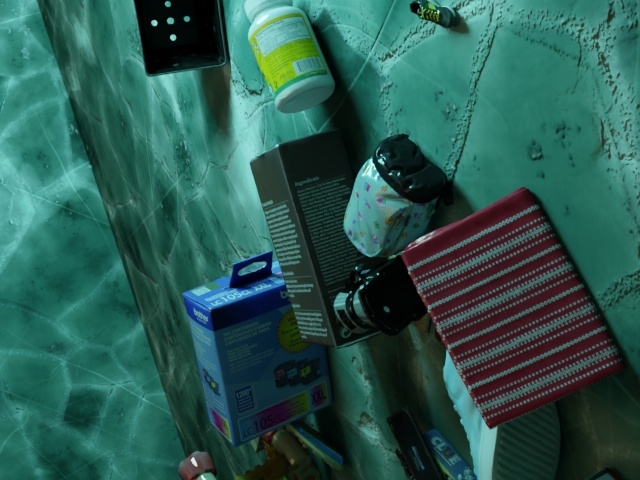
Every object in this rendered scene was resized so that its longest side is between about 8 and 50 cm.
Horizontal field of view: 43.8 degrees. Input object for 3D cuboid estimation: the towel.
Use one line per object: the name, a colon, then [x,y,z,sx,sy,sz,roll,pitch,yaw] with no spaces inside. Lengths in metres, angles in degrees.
towel: [0.249,0.086,1.061,0.274,0.199,0.031,65,-167,14]

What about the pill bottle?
pill bottle: [-0.062,-0.347,1.442,0.208,0.118,0.117,68,154,8]

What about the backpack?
backpack: [0.114,-0.059,1.270,0.152,0.115,0.182,57,144,35]

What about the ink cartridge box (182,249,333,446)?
ink cartridge box: [-0.138,0.212,1.760,0.151,0.270,0.395,18,122,55]

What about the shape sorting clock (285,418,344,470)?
shape sorting clock: [-0.026,0.467,1.860,0.206,0.040,0.206,36,175,4]

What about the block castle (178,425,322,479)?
block castle: [-0.170,0.650,2.020,0.213,0.303,0.453,44,151,42]

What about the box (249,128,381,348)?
box: [0.000,0.000,1.503,0.191,0.143,0.381,-10,99,69]

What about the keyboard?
keyboard: [0.176,0.397,1.449,0.180,0.023,0.108,65,147,17]

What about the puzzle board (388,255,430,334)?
puzzle board: [0.157,0.093,1.408,0.128,0.011,0.096,46,142,41]

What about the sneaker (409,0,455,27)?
sneaker: [0.157,-0.319,1.123,0.083,0.035,0.031,44,143,44]

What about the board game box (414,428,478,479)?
board game box: [0.253,0.479,1.422,0.243,0.042,0.165,47,144,42]

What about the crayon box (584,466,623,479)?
crayon box: [0.440,0.534,1.019,0.363,0.106,0.313,44,143,45]

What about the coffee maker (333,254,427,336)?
coffee maker: [0.121,0.089,1.323,0.178,0.171,0.120,155,102,-75]

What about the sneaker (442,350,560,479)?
sneaker: [0.256,0.239,1.183,0.150,0.135,0.365,5,99,63]

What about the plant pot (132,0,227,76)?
plant pot: [-0.334,-0.494,1.828,0.167,0.188,0.187,-133,34,-62]

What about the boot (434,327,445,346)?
boot: [0.224,0.151,1.280,0.114,0.037,0.106,43,155,50]

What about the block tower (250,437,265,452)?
block tower: [-0.137,0.423,2.095,0.097,0.091,0.335,54,148,32]
